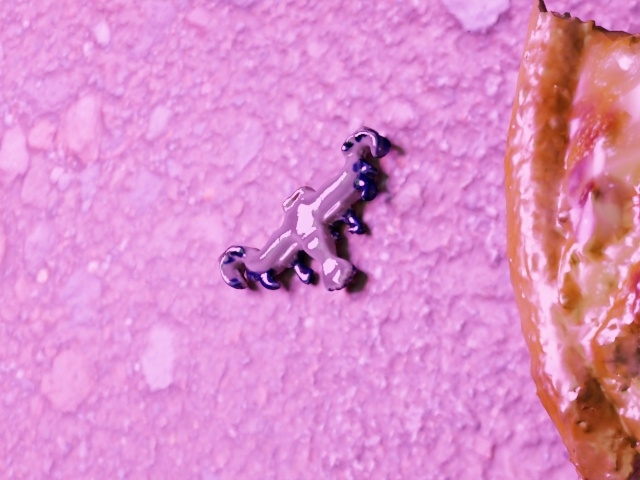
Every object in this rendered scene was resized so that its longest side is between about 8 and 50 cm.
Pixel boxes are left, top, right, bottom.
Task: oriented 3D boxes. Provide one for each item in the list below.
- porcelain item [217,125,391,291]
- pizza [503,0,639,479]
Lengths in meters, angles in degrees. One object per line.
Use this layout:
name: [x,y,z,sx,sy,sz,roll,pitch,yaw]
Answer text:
porcelain item: [0.000,0.000,1.160,0.136,0.021,0.075,-42,53,21]
pizza: [0.212,-0.038,0.963,0.288,0.075,0.280,-28,60,30]
